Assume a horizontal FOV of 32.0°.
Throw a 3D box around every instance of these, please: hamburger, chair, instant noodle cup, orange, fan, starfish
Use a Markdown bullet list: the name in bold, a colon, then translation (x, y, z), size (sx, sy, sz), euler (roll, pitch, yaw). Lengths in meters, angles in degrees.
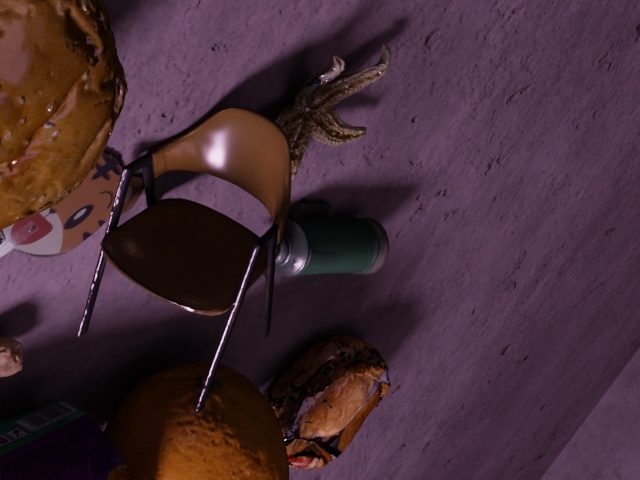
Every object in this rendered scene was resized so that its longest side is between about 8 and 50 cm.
- **hamburger**: translation (0.002, 0.235, 1.641), size (0.231, 0.107, 0.231), euler (-29, 144, -23)
- **hamburger**: translation (-0.280, -0.100, 0.806), size (0.285, 0.134, 0.265), euler (-36, 153, -15)
- **chair**: translation (-0.123, 0.008, 1.110), size (0.172, 0.159, 0.246), euler (-45, 158, -44)
- **instant noodle cup**: translation (-0.326, 0.298, 1.211), size (0.190, 0.251, 0.251), euler (-29, 150, -40)
- **orange**: translation (-0.153, 0.277, 1.362), size (0.264, 0.264, 0.264), euler (-30, 149, -20)
- **fan**: translation (-0.276, -0.011, 1.062), size (0.227, 0.008, 0.152), euler (-39, 153, -6)
- **starfish**: translation (0.002, -0.127, 1.193), size (0.208, 0.053, 0.176), euler (-46, 152, 16)

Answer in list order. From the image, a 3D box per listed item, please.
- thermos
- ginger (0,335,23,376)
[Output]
- **thermos**: translation (0.001, 0.005, 1.352), size (0.188, 0.073, 0.083), euler (-2, 134, -49)
- **ginger**: translation (-0.379, 0.106, 1.039), size (0.259, 0.065, 0.149), euler (0, 136, -46)
